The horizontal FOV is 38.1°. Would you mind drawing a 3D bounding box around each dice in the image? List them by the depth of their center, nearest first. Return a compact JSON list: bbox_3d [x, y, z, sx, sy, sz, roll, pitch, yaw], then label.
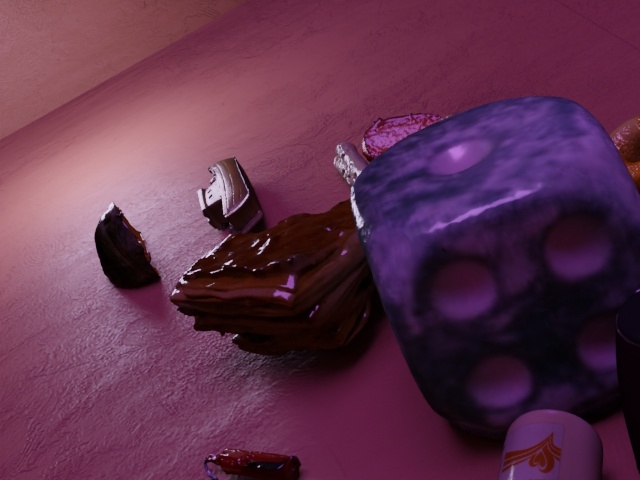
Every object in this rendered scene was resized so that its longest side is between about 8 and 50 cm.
[{"bbox_3d":[0.247,0.030,1.227,0.328,0.348,0.330,-21,24,7],"label":"dice"}]

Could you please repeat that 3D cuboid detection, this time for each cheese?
[{"bbox_3d":[0.070,-0.146,1.911,0.043,0.064,0.194,9,24,-21],"label":"cheese"}]

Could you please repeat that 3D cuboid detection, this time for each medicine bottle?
[{"bbox_3d":[0.242,0.308,1.002,0.114,0.114,0.252,-9,34,27],"label":"medicine bottle"}]

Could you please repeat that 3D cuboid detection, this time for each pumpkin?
[{"bbox_3d":[-0.443,-0.005,1.974,0.111,0.163,0.278,-28,28,-7],"label":"pumpkin"}]

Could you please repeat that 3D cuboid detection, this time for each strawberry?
[{"bbox_3d":[0.178,-0.198,1.909,0.188,0.082,0.121,-10,52,9],"label":"strawberry"}]

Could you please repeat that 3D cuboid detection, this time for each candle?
[{"bbox_3d":[-0.101,0.323,1.319,0.162,0.048,0.053,-3,2,34],"label":"candle"}]

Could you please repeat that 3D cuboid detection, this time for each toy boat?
[{"bbox_3d":[-0.203,-0.094,2.012,0.121,0.089,0.321,-37,29,4],"label":"toy boat"}]

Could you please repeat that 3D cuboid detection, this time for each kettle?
[{"bbox_3d":[0.392,0.170,0.988,0.144,0.232,0.202,-20,30,12],"label":"kettle"}]

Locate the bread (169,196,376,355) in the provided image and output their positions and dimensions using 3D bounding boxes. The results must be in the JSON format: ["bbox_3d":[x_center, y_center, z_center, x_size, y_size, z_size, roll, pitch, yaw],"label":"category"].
[{"bbox_3d":[-0.021,0.058,1.536,0.314,0.191,0.370,-5,23,41],"label":"bread"}]

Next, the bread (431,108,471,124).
[{"bbox_3d":[0.294,-0.157,1.699,0.246,0.121,0.174,10,53,40],"label":"bread"}]

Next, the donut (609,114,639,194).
[{"bbox_3d":[0.529,-0.136,1.486,0.174,0.075,0.190,-46,33,4],"label":"donut"}]
